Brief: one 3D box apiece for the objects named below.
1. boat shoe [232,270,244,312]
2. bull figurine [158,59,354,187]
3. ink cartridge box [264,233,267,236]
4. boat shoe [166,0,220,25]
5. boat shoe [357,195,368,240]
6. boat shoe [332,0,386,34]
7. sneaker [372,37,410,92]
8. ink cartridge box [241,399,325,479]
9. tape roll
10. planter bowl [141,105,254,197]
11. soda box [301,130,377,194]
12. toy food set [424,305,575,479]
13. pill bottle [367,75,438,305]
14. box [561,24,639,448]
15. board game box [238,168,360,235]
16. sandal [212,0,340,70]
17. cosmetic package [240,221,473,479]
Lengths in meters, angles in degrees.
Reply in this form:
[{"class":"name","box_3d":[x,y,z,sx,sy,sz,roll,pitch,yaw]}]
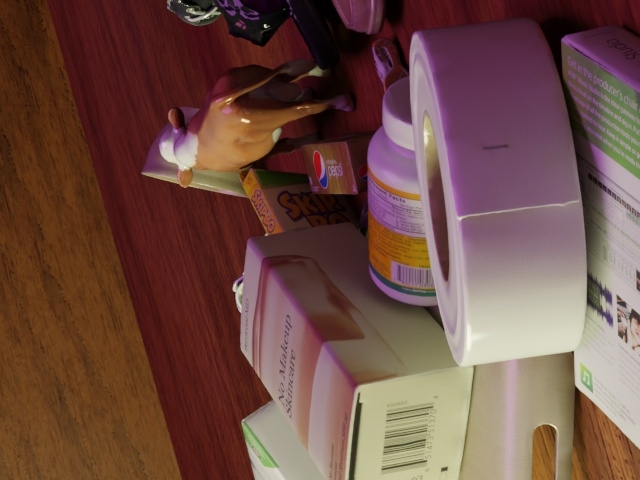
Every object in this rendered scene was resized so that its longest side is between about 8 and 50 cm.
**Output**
[{"class":"boat shoe","box_3d":[-0.074,0.063,2.319,0.258,0.084,0.095,179,76,-74]},{"class":"bull figurine","box_3d":[-0.084,-0.143,2.117,0.310,0.188,0.101,152,103,-74]},{"class":"ink cartridge box","box_3d":[0.005,0.067,2.160,0.061,0.104,0.181,174,81,-74]},{"class":"boat shoe","box_3d":[-0.162,-0.340,2.361,0.301,0.108,0.102,-158,55,-74]},{"class":"boat shoe","box_3d":[0.076,-0.002,1.915,0.223,0.080,0.073,103,156,-53]},{"class":"boat shoe","box_3d":[-0.015,-0.340,1.860,0.109,0.098,0.302,108,144,-63]},{"class":"sneaker","box_3d":[0.077,-0.170,1.840,0.037,0.032,0.083,79,177,-72]},{"class":"ink cartridge box","box_3d":[-0.020,0.322,2.392,0.160,0.092,0.219,51,165,24]},{"class":"tape roll","box_3d":[0.143,-0.041,1.465,0.286,0.100,0.286,173,90,-88]},{"class":"planter bowl","box_3d":[-0.166,-0.130,2.516,0.162,0.162,0.109,-172,93,-73]},{"class":"soda box","box_3d":[0.034,-0.088,2.000,0.181,0.058,0.061,-175,71,-73]},{"class":"toy food set","box_3d":[0.165,0.162,1.764,0.306,0.092,0.220,-144,51,-62]},{"class":"pill bottle","box_3d":[0.103,-0.050,1.689,0.117,0.117,0.208,-122,22,-46]},{"class":"box","box_3d":[0.262,0.024,1.325,0.232,0.058,0.322,-130,28,-57]},{"class":"board game box","box_3d":[0.000,0.000,2.082,0.039,0.124,0.259,-62,40,31]},{"class":"sandal","box_3d":[-0.085,-0.307,2.050,0.167,0.107,0.446,61,179,-36]},{"class":"cosmetic package","box_3d":[0.029,0.119,1.790,0.296,0.129,0.153,-129,37,-54]}]
